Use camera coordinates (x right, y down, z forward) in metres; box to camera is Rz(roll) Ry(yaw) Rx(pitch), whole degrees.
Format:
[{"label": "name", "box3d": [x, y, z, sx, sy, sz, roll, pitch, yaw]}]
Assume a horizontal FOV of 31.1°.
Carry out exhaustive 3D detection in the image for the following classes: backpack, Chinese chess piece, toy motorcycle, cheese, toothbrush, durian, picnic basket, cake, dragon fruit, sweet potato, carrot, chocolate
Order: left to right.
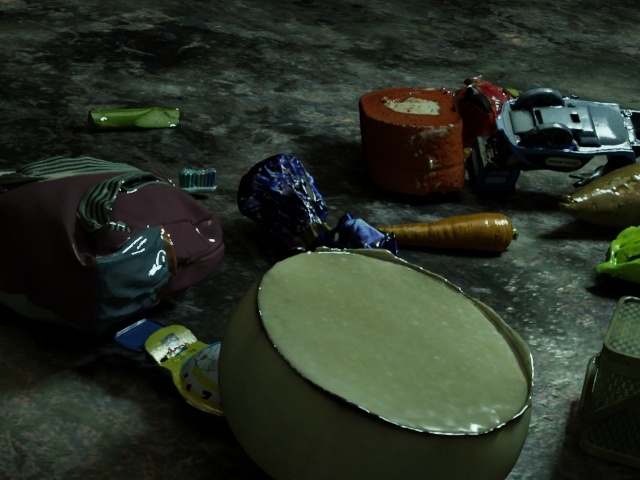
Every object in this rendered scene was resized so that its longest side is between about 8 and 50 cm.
[{"label": "toothbrush", "box3d": [-0.374, -0.092, 1.836, 0.418, 0.040, 0.042, -1, 26, -6]}, {"label": "backpack", "box3d": [-0.269, -0.008, 1.473, 0.283, 0.197, 0.317, 20, 26, 30]}, {"label": "cheese", "box3d": [-0.127, 0.148, 1.330, 0.250, 0.064, 0.156, 20, 26, 22]}, {"label": "chocolate", "box3d": [0.001, 0.000, 1.643, 0.148, 0.126, 0.343, -41, 40, -5]}, {"label": "Chinese chess piece", "box3d": [0.059, 0.146, 1.222, 0.338, 0.140, 0.338, 15, 29, -8]}, {"label": "cake", "box3d": [0.159, -0.178, 2.029, 0.177, 0.151, 0.283, -5, 24, 3]}, {"label": "carrot", "box3d": [0.186, -0.014, 1.779, 0.256, 0.061, 0.061, 1, 25, -7]}, {"label": "dragon fruit", "box3d": [0.319, -0.234, 2.183, 0.166, 0.160, 0.172, -5, 14, 37]}, {"label": "toy motorcycle", "box3d": [0.449, -0.162, 1.998, 0.358, 0.212, 0.125, 1, 56, -9]}, {"label": "sweet potato", "box3d": [0.540, -0.073, 1.919, 0.336, 0.131, 0.131, -11, 30, -32]}, {"label": "durian", "box3d": [0.526, 0.015, 1.758, 0.139, 0.101, 0.250, -20, 3, 41]}, {"label": "picnic basket", "box3d": [0.435, 0.180, 1.316, 0.266, 0.139, 0.165, 14, 26, 17]}]

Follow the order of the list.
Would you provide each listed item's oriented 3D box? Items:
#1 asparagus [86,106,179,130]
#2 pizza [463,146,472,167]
[{"label": "asparagus", "box3d": [-0.340, -0.224, 2.119, 0.178, 0.045, 0.041, -5, 60, -26]}, {"label": "pizza", "box3d": [0.284, -0.149, 2.119, 0.083, 0.037, 0.016, 27, 16, 32]}]
